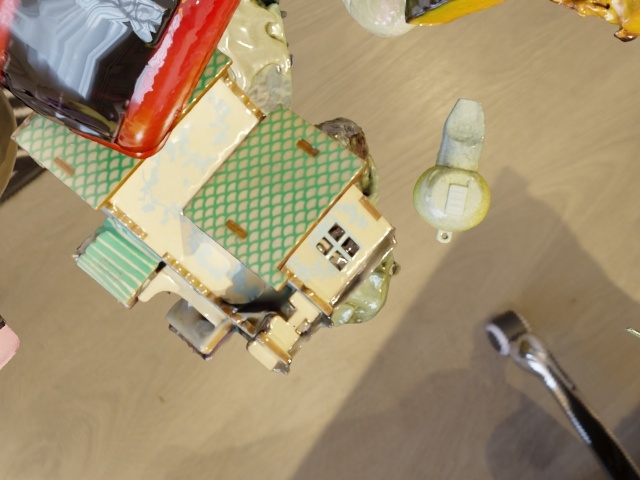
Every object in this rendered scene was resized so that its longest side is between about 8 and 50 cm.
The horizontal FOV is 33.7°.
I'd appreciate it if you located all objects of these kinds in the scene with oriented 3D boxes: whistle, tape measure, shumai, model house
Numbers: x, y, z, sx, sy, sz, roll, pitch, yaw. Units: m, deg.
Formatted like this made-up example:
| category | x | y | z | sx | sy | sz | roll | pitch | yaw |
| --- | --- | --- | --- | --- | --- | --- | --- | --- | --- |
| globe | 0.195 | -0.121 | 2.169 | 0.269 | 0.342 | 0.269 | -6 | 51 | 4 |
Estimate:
| category | x | y | z | sx | sy | sz | roll | pitch | yaw |
| --- | --- | --- | --- | --- | --- | --- | --- | --- | --- |
| whistle | 0.207 | -0.105 | 1.623 | 0.122 | 0.123 | 0.223 | 11 | 87 | -19 |
| tape measure | -0.079 | -0.171 | 0.550 | 0.114 | 0.260 | 0.253 | 27 | 84 | -9 |
| shumai | 0.000 | 0.000 | 1.959 | 0.395 | 0.395 | 0.348 | -37 | 81 | -13 |
| model house | -0.105 | -0.045 | 0.742 | 0.178 | 0.271 | 0.206 | -46 | 123 | -6 |

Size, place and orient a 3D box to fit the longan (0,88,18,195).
| category | x | y | z | sx | sy | sz | roll | pitch | yaw |
| --- | --- | --- | --- | --- | --- | --- | --- | --- | --- |
| longan | -0.411 | -0.097 | 1.089 | 0.196 | 0.196 | 0.220 | 34 | 47 | -17 |

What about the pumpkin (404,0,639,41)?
| category | x | y | z | sx | sy | sz | roll | pitch | yaw |
| --- | --- | --- | --- | --- | --- | --- | --- | --- | --- |
| pumpkin | 0.241 | -0.282 | 0.975 | 0.312 | 0.169 | 0.148 | -1 | 72 | -6 |

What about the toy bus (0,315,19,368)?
| category | x | y | z | sx | sy | sz | roll | pitch | yaw |
| --- | --- | --- | --- | --- | --- | --- | --- | --- | --- |
| toy bus | -0.310 | 0.029 | 0.790 | 0.063 | 0.090 | 0.203 | -47 | 138 | -18 |

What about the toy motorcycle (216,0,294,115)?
| category | x | y | z | sx | sy | sz | roll | pitch | yaw |
| --- | --- | --- | --- | --- | --- | --- | --- | --- | --- |
| toy motorcycle | -0.147 | -0.253 | 1.408 | 0.236 | 0.168 | 0.410 | -13 | 112 | -28 |

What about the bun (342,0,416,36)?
| category | x | y | z | sx | sy | sz | roll | pitch | yaw |
| --- | --- | --- | --- | --- | --- | --- | --- | --- | --- |
| bun | 0.118 | -0.367 | 1.285 | 0.244 | 0.244 | 0.153 | -44 | 111 | -12 |

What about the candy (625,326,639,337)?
| category | x | y | z | sx | sy | sz | roll | pitch | yaw |
| --- | --- | --- | --- | --- | --- | --- | --- | --- | --- |
| candy | 0.292 | 0.099 | 0.848 | 0.123 | 0.035 | 0.035 | 33 | 102 | -17 |
